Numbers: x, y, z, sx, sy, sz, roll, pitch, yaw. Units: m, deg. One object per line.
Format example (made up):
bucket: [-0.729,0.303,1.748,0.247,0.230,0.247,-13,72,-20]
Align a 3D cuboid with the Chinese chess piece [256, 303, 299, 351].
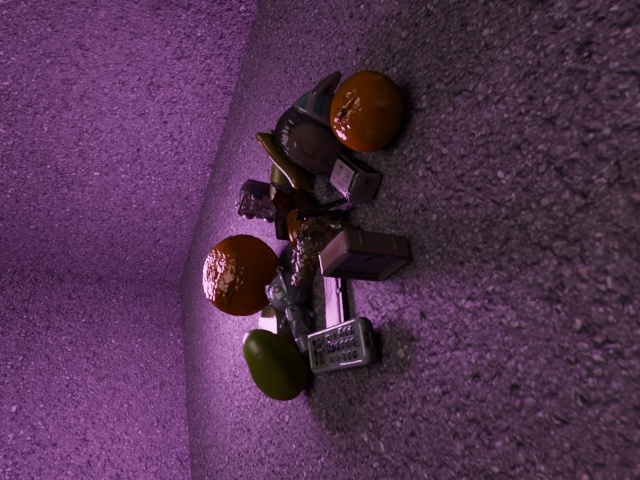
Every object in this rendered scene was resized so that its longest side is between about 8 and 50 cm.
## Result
Chinese chess piece: [-0.164,0.363,1.779,0.250,0.101,0.250,-30,56,59]

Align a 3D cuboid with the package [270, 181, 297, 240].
package: [-0.132,-0.114,1.794,0.040,0.166,0.231,-9,83,26]

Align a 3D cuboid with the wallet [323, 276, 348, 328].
wallet: [0.045,0.175,1.490,0.119,0.025,0.232,135,137,-53]

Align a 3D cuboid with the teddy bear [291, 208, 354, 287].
teddy bear: [0.000,0.000,1.463,0.267,0.156,0.256,-33,15,16]

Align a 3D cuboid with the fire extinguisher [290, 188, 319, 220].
fire extinguisher: [-0.035,-0.117,1.696,0.267,0.089,0.072,-122,8,-57]

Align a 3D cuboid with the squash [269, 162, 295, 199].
squash: [-0.153,-0.222,1.915,0.123,0.123,0.186,4,86,65]

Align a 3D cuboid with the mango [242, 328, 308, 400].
mango: [-0.149,0.419,1.582,0.186,0.149,0.272,-14,109,30]

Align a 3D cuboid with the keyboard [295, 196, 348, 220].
keyboard: [0.016,-0.106,1.469,0.074,0.197,0.015,-65,-46,-65]

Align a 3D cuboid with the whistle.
whistle: [-0.095,0.235,1.654,0.133,0.143,0.345,115,140,-51]

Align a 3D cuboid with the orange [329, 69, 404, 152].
orange: [0.124,-0.356,1.303,0.219,0.193,0.219,-18,65,43]

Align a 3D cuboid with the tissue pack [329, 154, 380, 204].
tissue pack: [0.099,-0.184,1.408,0.170,0.091,0.103,-124,48,-57]

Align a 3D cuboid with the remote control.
remote control: [0.058,0.309,1.367,0.335,0.066,0.127,-35,61,57]

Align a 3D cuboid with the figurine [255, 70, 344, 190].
figurine: [0.014,-0.375,1.597,0.378,0.266,0.361,-38,11,13]

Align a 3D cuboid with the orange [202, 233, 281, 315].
orange: [-0.313,0.147,1.945,0.341,0.294,0.340,-20,62,43]

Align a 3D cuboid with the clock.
clock: [0.111,0.040,1.194,0.147,0.192,0.071,-46,43,50]

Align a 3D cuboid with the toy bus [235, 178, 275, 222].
toy bus: [-0.257,-0.172,2.021,0.142,0.203,0.141,-104,33,-43]

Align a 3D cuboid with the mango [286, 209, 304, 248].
mango: [-0.079,-0.035,1.726,0.178,0.090,0.115,-116,10,-52]
